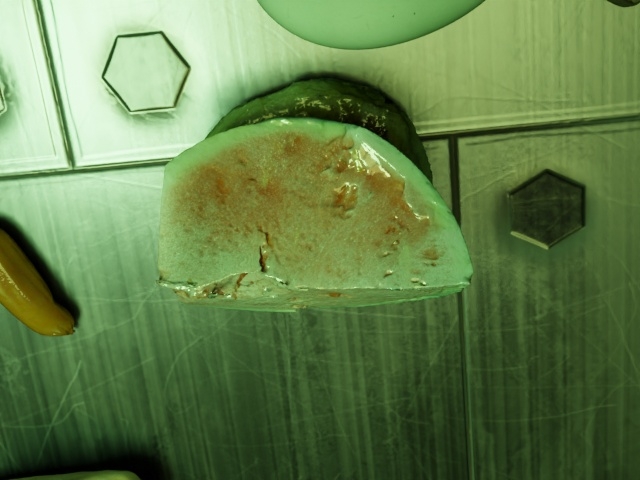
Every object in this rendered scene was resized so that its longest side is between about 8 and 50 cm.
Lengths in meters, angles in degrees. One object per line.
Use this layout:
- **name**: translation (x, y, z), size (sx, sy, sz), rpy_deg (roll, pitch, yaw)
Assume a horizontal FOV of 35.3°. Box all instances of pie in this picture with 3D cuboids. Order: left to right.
- **pie**: translation (-0.008, -0.046, 1.124), size (0.277, 0.078, 0.277), rpy_deg (2, 112, 6)

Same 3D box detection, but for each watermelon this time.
- **watermelon**: translation (0.000, 0.000, 1.001), size (0.305, 0.180, 0.224), rpy_deg (-1, 125, 10)

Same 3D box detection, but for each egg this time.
- **egg**: translation (0.058, -0.277, 0.959), size (0.264, 0.183, 0.183), rpy_deg (-7, 113, -3)

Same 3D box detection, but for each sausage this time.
- **sausage**: translation (-0.357, 0.051, 1.177), size (0.062, 0.054, 0.183), rpy_deg (-14, 118, 37)

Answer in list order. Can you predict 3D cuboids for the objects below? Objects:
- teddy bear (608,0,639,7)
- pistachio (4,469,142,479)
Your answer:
- **teddy bear**: translation (0.307, -0.317, 1.000), size (0.119, 0.078, 0.160), rpy_deg (0, 111, -37)
- **pistachio**: translation (-0.344, 0.398, 1.241), size (0.321, 0.229, 0.238), rpy_deg (-21, 153, 4)
